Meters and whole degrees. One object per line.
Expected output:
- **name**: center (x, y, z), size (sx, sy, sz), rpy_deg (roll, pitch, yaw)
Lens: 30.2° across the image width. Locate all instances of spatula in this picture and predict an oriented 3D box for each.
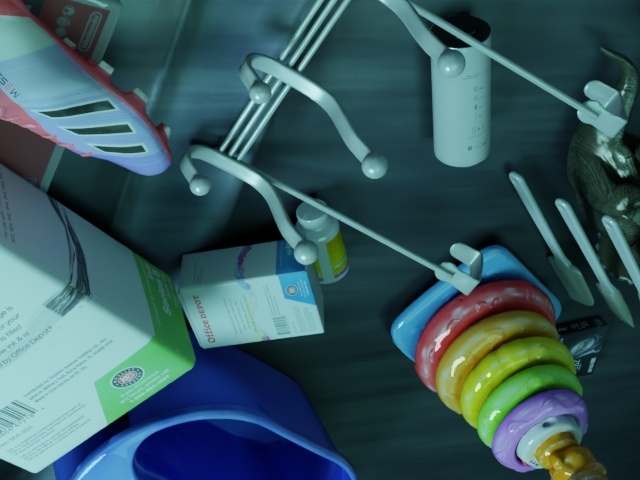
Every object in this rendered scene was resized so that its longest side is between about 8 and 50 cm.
- **spatula**: center (0.287, 0.023, 1.219), size (0.019, 0.168, 0.242), rpy_deg (-47, 134, -11)

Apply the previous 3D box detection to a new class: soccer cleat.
- **soccer cleat**: center (-0.207, -0.112, 0.866), size (0.095, 0.083, 0.248), rpy_deg (-51, 133, -8)

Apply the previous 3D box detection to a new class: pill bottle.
- **pill bottle**: center (0.000, 0.000, 1.138), size (0.043, 0.043, 0.083), rpy_deg (-22, 135, -7)

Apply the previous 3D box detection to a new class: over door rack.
- **over door rack**: center (0.077, -0.076, 1.010), size (0.324, 0.108, 0.239), rpy_deg (21, 127, -25)

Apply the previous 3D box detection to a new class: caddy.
- **caddy**: center (-0.114, 0.247, 1.206), size (0.241, 0.179, 0.341), rpy_deg (-42, 134, 14)

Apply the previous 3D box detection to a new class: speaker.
- **speaker**: center (0.128, -0.134, 1.074), size (0.055, 0.055, 0.136), rpy_deg (-18, 134, -11)

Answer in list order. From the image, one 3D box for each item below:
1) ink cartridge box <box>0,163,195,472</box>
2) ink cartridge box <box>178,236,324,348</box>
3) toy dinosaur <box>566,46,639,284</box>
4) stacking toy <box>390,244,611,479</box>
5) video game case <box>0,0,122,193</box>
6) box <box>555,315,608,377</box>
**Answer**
- **ink cartridge box**: center (-0.271, 0.064, 0.994), size (0.198, 0.114, 0.273), rpy_deg (-34, 138, 14)
- **ink cartridge box**: center (-0.064, 0.050, 1.122), size (0.123, 0.052, 0.088), rpy_deg (-9, 134, 6)
- **toy dinosaur**: center (0.305, -0.048, 1.181), size (0.121, 0.160, 0.313), rpy_deg (-52, 123, -18)
- **stacking toy**: center (0.212, 0.168, 1.205), size (0.166, 0.302, 0.175), rpy_deg (-41, 135, 11)
- **video game case**: center (-0.315, -0.130, 0.886), size (0.285, 0.025, 0.204), rpy_deg (10, 124, -32)
- **box**: center (0.301, 0.131, 1.416), size (0.067, 0.018, 0.083), rpy_deg (-9, 131, -18)
